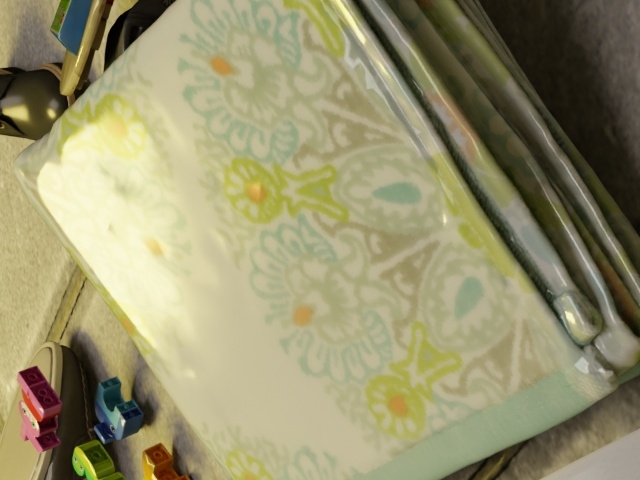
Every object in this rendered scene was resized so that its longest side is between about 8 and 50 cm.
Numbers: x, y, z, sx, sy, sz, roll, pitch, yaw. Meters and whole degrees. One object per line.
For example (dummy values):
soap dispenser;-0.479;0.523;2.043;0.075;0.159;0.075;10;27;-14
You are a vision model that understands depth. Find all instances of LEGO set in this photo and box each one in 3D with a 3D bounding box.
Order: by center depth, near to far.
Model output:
LEGO set;-0.175;0.210;1.467;0.227;0.087;0.093;50;142;28

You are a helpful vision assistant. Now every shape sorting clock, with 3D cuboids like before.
shape sorting clock;-0.164;-0.208;1.287;0.206;0.040;0.206;-160;90;-76

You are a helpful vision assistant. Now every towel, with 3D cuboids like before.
towel;0.000;0.000;1.007;0.374;0.090;0.320;-35;89;46

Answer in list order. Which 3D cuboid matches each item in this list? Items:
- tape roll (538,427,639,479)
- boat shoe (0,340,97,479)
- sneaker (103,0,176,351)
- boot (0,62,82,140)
tape roll;0.179;0.127;0.684;0.286;0.286;0.100;-49;58;52
boat shoe;-0.246;0.265;1.564;0.112;0.095;0.335;-17;63;53
sneaker;-0.115;-0.045;1.288;0.130;0.109;0.286;-166;75;-66
boot;-0.306;-0.114;1.514;0.198;0.137;0.077;4;103;57
